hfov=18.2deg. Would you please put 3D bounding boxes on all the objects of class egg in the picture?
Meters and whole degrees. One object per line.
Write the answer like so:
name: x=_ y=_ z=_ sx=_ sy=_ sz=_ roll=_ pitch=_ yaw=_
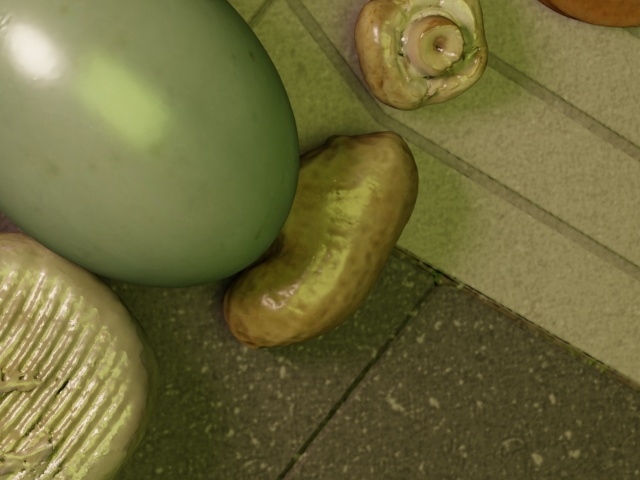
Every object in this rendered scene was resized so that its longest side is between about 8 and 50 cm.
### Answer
egg: x=-0.185 y=-0.122 z=1.785 sx=0.276 sy=0.276 sz=0.389 roll=-46 pitch=111 yaw=-7

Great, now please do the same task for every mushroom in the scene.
mushroom: x=0.100 y=-0.198 z=1.965 sx=0.148 sy=0.112 sz=0.148 roll=-4 pitch=108 yaw=-13

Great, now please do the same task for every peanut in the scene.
peanut: x=0.000 y=0.000 z=1.963 sx=0.137 sy=0.122 sz=0.253 roll=25 pitch=95 yaw=-13

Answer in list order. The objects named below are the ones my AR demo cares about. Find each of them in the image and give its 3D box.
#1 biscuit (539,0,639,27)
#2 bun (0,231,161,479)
biscuit: x=0.345 y=-0.437 z=2.038 sx=0.349 sy=0.078 sz=0.455 roll=23 pitch=91 yaw=-26
bun: x=-0.289 y=0.132 z=1.857 sx=0.272 sy=0.168 sz=0.273 roll=-1 pitch=93 yaw=-16
